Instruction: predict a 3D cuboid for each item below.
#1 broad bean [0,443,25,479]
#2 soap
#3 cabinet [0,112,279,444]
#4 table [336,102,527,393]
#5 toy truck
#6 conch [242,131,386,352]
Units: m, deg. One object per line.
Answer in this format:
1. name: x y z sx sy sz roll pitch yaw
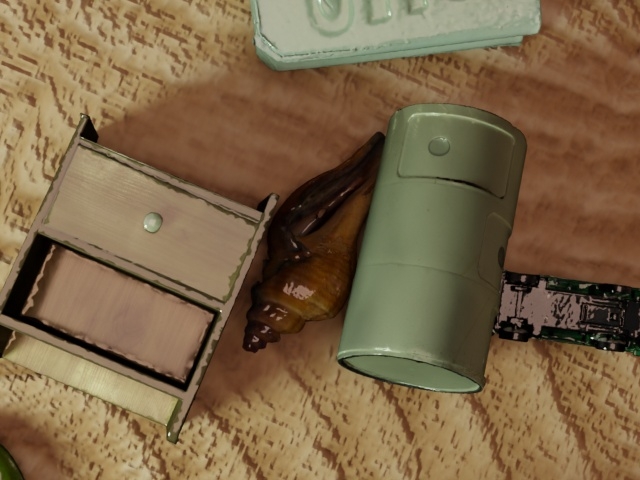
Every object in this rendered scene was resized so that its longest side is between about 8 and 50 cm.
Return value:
1. broad bean: -0.264 0.266 1.044 0.065 0.046 0.255 -14 88 -1
2. soap: 0.057 -0.237 1.082 0.261 0.094 0.150 -8 88 -8
3. cabinet: -0.157 0.030 1.017 0.174 0.148 0.215 24 84 -6
4. table: 0.096 0.009 1.040 0.126 0.126 0.220 14 73 -6
5. toy truck: 0.218 0.062 1.097 0.147 0.079 0.065 8 88 -8
6. conch: -0.005 0.001 1.078 0.086 0.080 0.233 29 60 -23
